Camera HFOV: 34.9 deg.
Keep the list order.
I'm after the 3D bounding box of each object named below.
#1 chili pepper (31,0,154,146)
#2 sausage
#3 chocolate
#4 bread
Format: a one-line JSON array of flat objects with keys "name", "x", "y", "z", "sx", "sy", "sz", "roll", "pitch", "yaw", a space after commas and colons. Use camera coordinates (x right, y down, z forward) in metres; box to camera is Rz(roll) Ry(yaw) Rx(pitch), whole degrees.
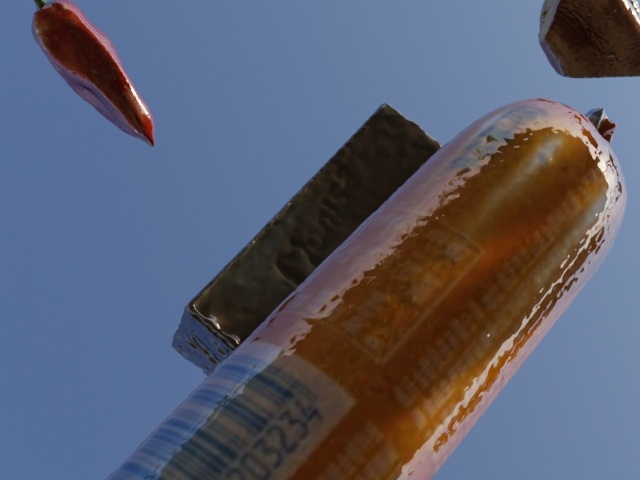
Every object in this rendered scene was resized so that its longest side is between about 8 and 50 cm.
[{"name": "chili pepper", "x": -0.206, "y": -0.161, "z": 0.903, "sx": 0.191, "sy": 0.059, "sz": 0.050, "roll": 51, "pitch": -134, "yaw": -10}, {"name": "sausage", "x": 0.033, "y": 0.038, "z": 0.412, "sx": 0.093, "sy": 0.093, "sz": 0.312, "roll": 43, "pitch": -117, "yaw": 4}, {"name": "chocolate", "x": 0.000, "y": 0.000, "z": 0.962, "sx": 0.112, "sy": 0.112, "sz": 0.321, "roll": 38, "pitch": -116, "yaw": 12}, {"name": "bread", "x": 0.301, "y": -0.245, "z": 1.141, "sx": 0.119, "sy": 0.067, "sz": 0.192, "roll": -29, "pitch": -62, "yaw": 13}]
